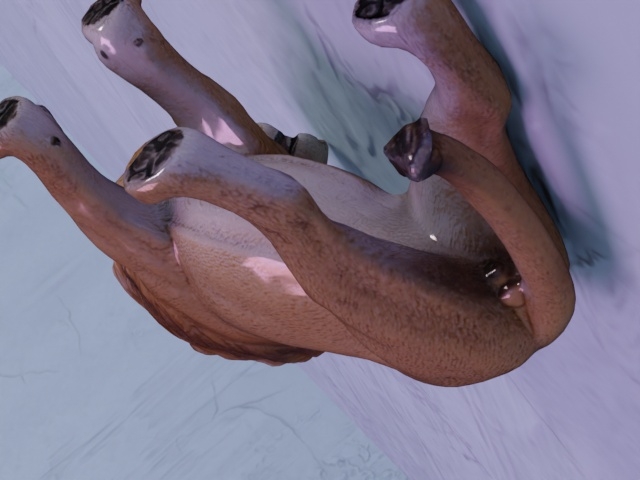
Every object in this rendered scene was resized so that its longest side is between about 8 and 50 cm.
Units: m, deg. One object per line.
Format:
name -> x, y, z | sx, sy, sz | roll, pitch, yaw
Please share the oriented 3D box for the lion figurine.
lion figurine -> 0.000, 0.000, 0.637 | 0.240, 0.142, 0.392 | 45, 170, -30
